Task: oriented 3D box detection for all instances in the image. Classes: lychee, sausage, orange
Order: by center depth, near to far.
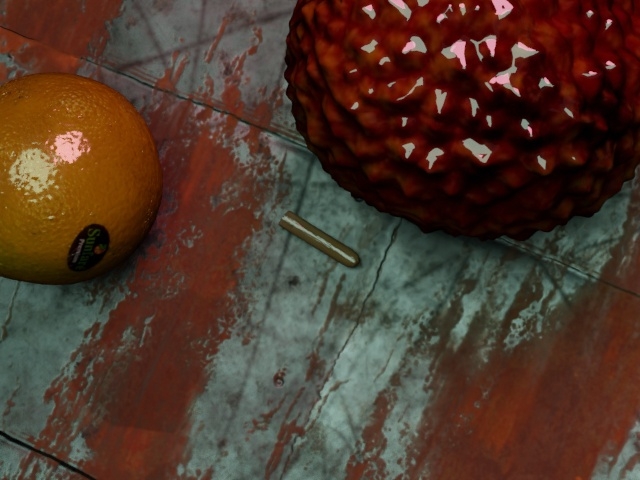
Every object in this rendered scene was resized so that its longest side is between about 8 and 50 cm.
[{"bbox_3d":[0.150,-0.219,1.507,0.500,0.424,0.424,35,90,7],"label":"lychee"},{"bbox_3d":[-0.333,-0.074,1.642,0.274,0.274,0.274,-1,83,9],"label":"orange"},{"bbox_3d":[0.000,0.000,1.700,0.116,0.026,0.026,32,89,11],"label":"sausage"}]
